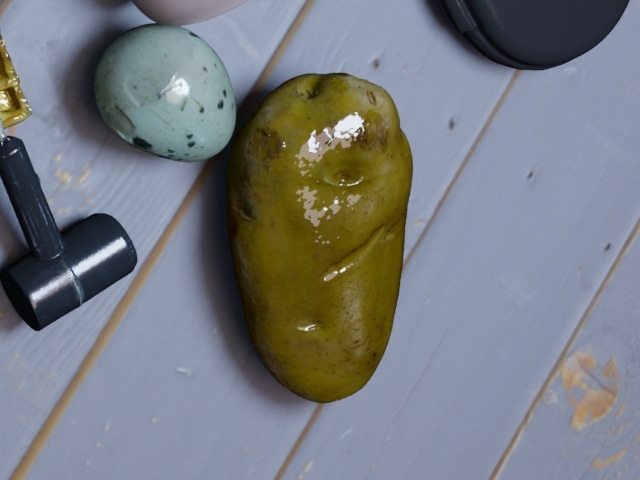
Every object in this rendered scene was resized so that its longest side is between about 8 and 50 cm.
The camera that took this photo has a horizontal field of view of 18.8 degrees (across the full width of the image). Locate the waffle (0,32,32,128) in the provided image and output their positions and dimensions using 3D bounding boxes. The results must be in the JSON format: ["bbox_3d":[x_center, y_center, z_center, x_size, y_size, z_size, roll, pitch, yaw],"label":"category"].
[{"bbox_3d":[-0.388,-0.142,1.776,0.211,0.055,0.160,-30,115,-24],"label":"waffle"}]

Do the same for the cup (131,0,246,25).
[{"bbox_3d":[-0.107,-0.331,1.804,0.200,0.253,0.191,60,31,-29],"label":"cup"}]

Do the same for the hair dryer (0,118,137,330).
[{"bbox_3d":[-0.266,-0.029,1.853,0.124,0.071,0.219,-36,127,-22],"label":"hair dryer"}]

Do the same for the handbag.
[{"bbox_3d":[0.219,-0.333,2.097,0.254,0.093,0.308,-39,118,-18],"label":"handbag"}]

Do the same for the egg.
[{"bbox_3d":[-0.148,-0.137,1.887,0.131,0.131,0.164,-51,129,-13],"label":"egg"}]

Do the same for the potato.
[{"bbox_3d":[0.000,0.000,2.005,0.195,0.176,0.369,-48,142,-62],"label":"potato"}]
